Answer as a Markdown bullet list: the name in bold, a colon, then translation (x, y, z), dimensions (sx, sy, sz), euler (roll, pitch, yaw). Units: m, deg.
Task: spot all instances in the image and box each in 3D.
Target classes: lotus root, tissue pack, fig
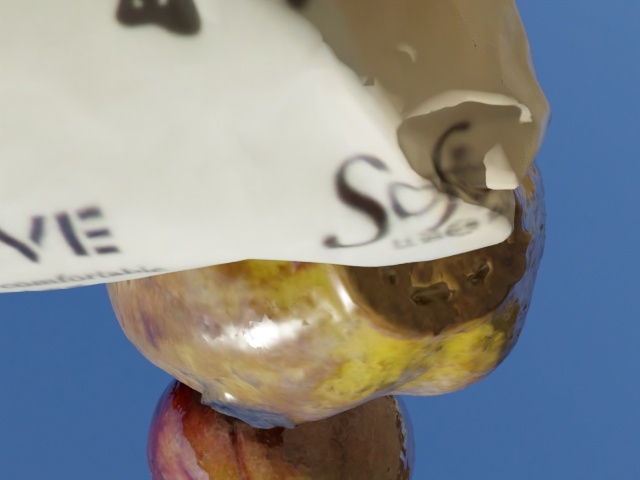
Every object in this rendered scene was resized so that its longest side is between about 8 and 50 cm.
- **lotus root**: translation (-0.008, -0.002, 0.797), dimensions (0.193, 0.291, 0.193), euler (-3, -82, -26)
- **tissue pack**: translation (-0.149, -0.154, 0.463), dimensions (0.195, 0.376, 0.390), euler (-15, -89, -76)
- **fig**: translation (-0.037, 0.191, 1.435), dimensions (0.235, 0.235, 0.214), euler (16, -100, -21)
